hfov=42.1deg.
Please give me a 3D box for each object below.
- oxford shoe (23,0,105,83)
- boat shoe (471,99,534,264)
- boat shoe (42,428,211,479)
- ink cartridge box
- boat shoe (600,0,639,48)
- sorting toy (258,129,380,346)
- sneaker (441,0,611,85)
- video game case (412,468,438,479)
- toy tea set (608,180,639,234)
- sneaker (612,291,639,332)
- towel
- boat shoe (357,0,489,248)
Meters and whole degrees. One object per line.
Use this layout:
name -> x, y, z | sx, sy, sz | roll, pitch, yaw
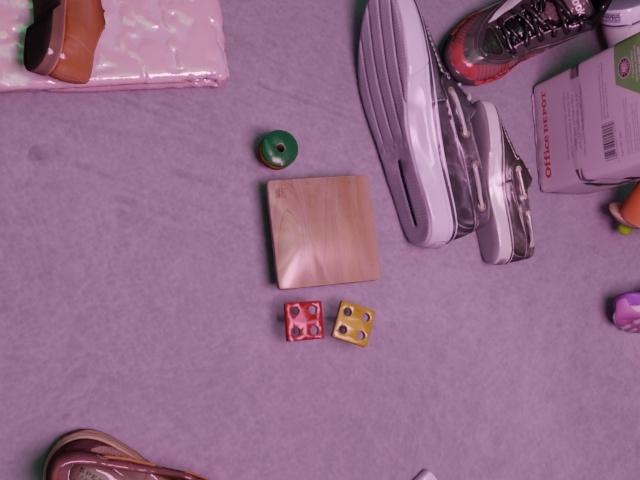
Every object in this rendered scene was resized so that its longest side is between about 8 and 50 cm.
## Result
oxford shoe -> -0.274, -0.273, 0.929 | 0.076, 0.076, 0.212 | 18, 72, -45
boat shoe -> 0.241, -0.079, 1.111 | 0.070, 0.078, 0.219 | -8, 93, -18
boat shoe -> -0.141, 0.313, 0.901 | 0.342, 0.123, 0.123 | 33, 74, -11
ink cartridge box -> 0.384, -0.157, 1.091 | 0.092, 0.219, 0.160 | 1, 83, -21
boat shoe -> 0.518, -0.344, 1.239 | 0.258, 0.095, 0.084 | -23, 118, -17
sorting toy -> 0.000, 0.000, 1.033 | 0.132, 0.046, 0.275 | -5, 83, -19
sneaker -> 0.288, -0.297, 1.124 | 0.276, 0.135, 0.098 | -28, 93, -18
video game case -> 0.130, 0.421, 1.027 | 0.183, 0.023, 0.201 | -40, 95, -19
toy tea set -> 0.563, -0.014, 1.173 | 0.336, 0.200, 0.124 | 15, 119, 0
sneaker -> 0.505, 0.072, 1.168 | 0.236, 0.095, 0.105 | 0, 76, -23
towel -> -0.283, -0.334, 0.988 | 0.317, 0.053, 0.332 | -7, 85, -18
boat shoe -> 0.137, -0.160, 1.078 | 0.119, 0.121, 0.335 | -15, 98, -27
